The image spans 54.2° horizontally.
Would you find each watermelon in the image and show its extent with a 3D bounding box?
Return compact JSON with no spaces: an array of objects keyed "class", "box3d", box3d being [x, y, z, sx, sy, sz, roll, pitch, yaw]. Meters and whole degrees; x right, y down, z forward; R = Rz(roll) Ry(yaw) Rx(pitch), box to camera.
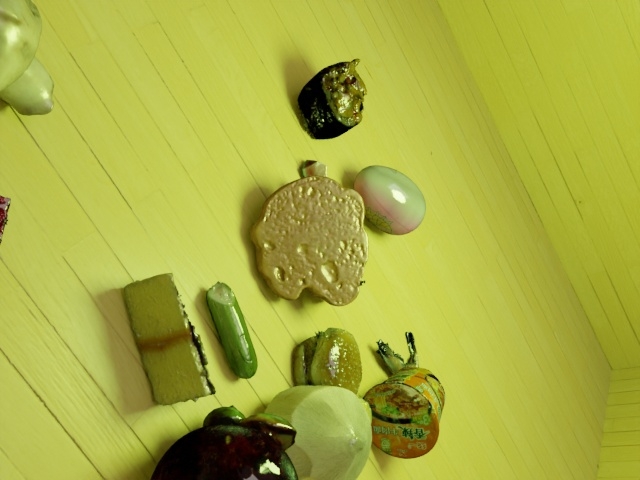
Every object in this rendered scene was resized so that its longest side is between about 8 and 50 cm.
[{"class":"watermelon","box3d":[0.092,0.482,1.702,0.105,0.062,0.105,22,63,-52]},{"class":"watermelon","box3d":[-0.007,-0.201,1.860,0.092,0.072,0.084,-46,128,-54]}]

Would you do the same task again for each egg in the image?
[{"class":"egg","box3d":[0.220,-0.134,2.015,0.271,0.196,0.196,46,43,-17]}]

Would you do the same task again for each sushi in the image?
[{"class":"sushi","box3d":[0.048,-0.436,1.917,0.213,0.204,0.200,59,34,-24]}]

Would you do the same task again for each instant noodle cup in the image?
[{"class":"instant noodle cup","box3d":[0.251,0.475,1.788,0.182,0.230,0.230,-26,96,-60]}]

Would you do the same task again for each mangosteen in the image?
[{"class":"mangosteen","box3d":[-0.181,0.478,1.196,0.311,0.311,0.311,24,58,-44]}]

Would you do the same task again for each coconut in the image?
[{"class":"coconut","box3d":[-0.002,0.447,1.430,0.237,0.266,0.237,5,83,-42]}]

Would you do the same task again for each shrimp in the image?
[{"class":"shrimp","box3d":[0.246,0.343,1.970,0.262,0.051,0.198,49,36,-31]}]

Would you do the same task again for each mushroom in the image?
[{"class":"mushroom","box3d":[-0.601,-0.333,1.063,0.336,0.315,0.314,62,25,-66]}]

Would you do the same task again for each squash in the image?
[{"class":"squash","box3d":[-0.202,0.208,1.447,0.069,0.069,0.238,-24,95,-52]}]

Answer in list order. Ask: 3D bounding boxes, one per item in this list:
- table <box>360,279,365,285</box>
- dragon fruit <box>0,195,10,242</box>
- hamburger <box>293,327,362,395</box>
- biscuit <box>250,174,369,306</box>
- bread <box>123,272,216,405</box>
[{"class":"table","box3d":[0.077,0.104,1.824,0.070,0.082,0.083,-11,85,-52]},{"class":"dragon fruit","box3d":[-0.593,-0.005,1.051,0.106,0.083,0.162,14,82,-28]},{"class":"hamburger","box3d":[0.031,0.341,1.638,0.189,0.122,0.215,24,60,-44]},{"class":"biscuit","box3d":[-0.022,0.007,1.637,0.312,0.057,0.351,-10,89,-15]},{"class":"bread","box3d":[-0.305,0.201,1.288,0.178,0.142,0.265,105,-31,-84]}]
